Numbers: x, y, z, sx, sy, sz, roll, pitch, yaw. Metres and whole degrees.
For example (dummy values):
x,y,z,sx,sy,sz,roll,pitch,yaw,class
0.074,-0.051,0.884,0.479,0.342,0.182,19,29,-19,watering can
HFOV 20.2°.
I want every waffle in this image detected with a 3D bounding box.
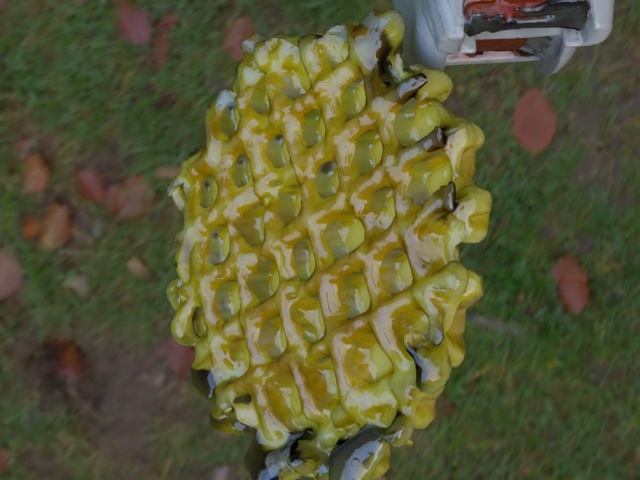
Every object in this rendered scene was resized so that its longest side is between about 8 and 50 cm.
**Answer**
x,y,z,sx,sy,sz,roll,pitch,yaw,class
-0.002,0.011,1.176,0.329,0.062,0.329,-4,84,49,waffle

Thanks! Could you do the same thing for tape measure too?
x,y,z,sx,sy,sz,roll,pitch,yaw,class
0.101,-0.224,1.157,0.130,0.265,0.258,-5,79,-5,tape measure
